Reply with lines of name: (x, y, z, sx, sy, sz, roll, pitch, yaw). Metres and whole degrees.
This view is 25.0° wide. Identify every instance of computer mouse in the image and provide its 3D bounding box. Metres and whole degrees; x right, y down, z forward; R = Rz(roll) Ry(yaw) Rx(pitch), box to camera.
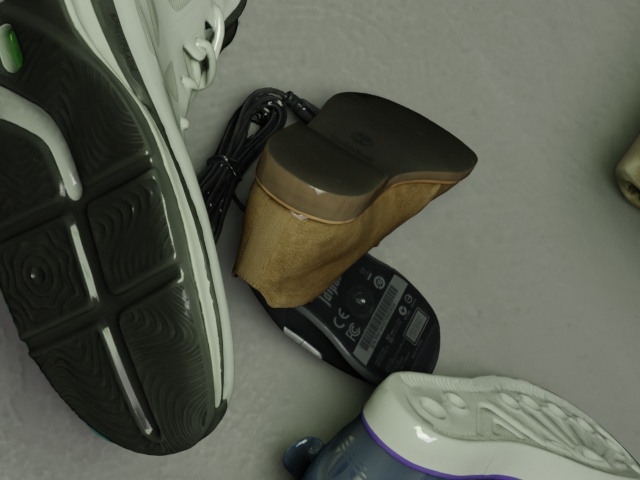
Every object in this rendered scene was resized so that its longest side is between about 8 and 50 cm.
computer mouse: (0.000, 0.000, 1.172, 0.262, 0.060, 0.184, 35, 60, -21)

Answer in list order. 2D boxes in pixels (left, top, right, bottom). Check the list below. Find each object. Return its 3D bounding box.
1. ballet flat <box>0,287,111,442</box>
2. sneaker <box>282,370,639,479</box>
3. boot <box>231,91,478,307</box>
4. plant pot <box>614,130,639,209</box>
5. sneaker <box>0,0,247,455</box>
ballet flat: (-0.199, -0.011, 1.075, 0.123, 0.123, 0.348, -37, 104, -15)
sneaker: (0.101, 0.236, 1.192, 0.323, 0.130, 0.236, 15, 115, -42)
boot: (0.023, -0.035, 1.104, 0.112, 0.305, 0.115, 33, 116, 17)
plant pot: (0.426, -0.099, 1.199, 0.334, 0.334, 0.305, 41, 90, -16)
sneaker: (-0.107, -0.091, 1.001, 0.257, 0.169, 0.447, -14, 83, -53)
